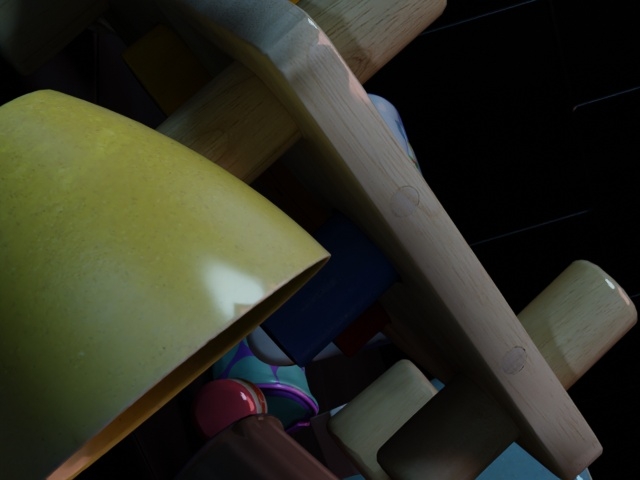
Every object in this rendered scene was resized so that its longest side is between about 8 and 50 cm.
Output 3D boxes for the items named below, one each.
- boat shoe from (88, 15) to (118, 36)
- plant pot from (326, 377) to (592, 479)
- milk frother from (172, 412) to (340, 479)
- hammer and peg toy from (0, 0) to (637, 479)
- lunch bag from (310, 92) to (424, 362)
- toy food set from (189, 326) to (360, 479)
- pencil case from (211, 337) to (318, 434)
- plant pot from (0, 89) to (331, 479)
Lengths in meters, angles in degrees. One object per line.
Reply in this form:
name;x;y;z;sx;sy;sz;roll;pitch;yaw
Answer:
boat shoe;-0.127;-0.168;0.849;0.285;0.089;0.104;58;42;-67
plant pot;0.081;0.235;1.062;0.290;0.195;0.290;163;-90;-86
milk frother;-0.028;0.168;0.701;0.135;0.129;0.143;37;18;29
hammer and peg toy;0.022;0.005;0.701;0.361;0.127;0.266;53;-9;-35
lunch bag;0.000;0.000;1.196;0.219;0.176;0.090;67;13;-48
toy food set;-0.007;0.148;0.900;0.104;0.111;0.232;31;38;-83
pencil case;-0.044;0.066;1.079;0.070;0.064;0.151;49;20;-40
plant pot;-0.078;0.012;0.486;0.095;0.134;0.134;50;2;4
